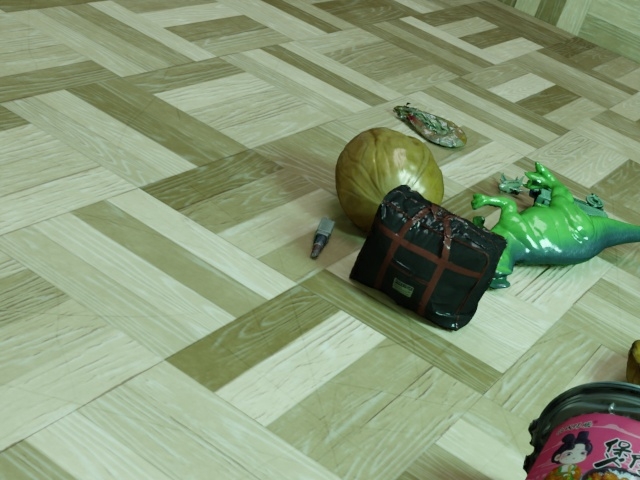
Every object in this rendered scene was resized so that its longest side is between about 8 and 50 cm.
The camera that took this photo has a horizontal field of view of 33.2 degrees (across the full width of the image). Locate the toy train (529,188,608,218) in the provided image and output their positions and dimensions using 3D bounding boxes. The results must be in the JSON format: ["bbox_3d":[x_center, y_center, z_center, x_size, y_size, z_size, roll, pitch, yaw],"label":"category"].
[{"bbox_3d":[0.508,-0.062,2.197,0.172,0.070,0.099,20,34,0],"label":"toy train"}]

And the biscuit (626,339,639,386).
[{"bbox_3d":[0.621,0.250,1.634,0.326,0.107,0.325,14,20,-5],"label":"biscuit"}]

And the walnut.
[{"bbox_3d":[0.120,-0.104,1.905,0.195,0.195,0.221,12,20,-14],"label":"walnut"}]

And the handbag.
[{"bbox_3d":[0.171,0.025,1.704,0.215,0.169,0.155,28,29,15],"label":"handbag"}]

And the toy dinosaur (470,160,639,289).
[{"bbox_3d":[0.495,0.016,1.969,0.500,0.143,0.374,16,32,4],"label":"toy dinosaur"}]

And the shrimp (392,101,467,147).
[{"bbox_3d":[0.246,-0.261,2.425,0.190,0.042,0.101,31,37,20],"label":"shrimp"}]

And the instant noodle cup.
[{"bbox_3d":[0.329,0.315,1.219,0.258,0.302,0.181,53,47,-2],"label":"instant noodle cup"}]

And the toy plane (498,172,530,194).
[{"bbox_3d":[0.403,-0.116,2.265,0.083,0.033,0.080,-16,43,-38],"label":"toy plane"}]

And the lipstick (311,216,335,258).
[{"bbox_3d":[0.000,0.000,1.801,0.025,0.025,0.107,20,34,2],"label":"lipstick"}]
